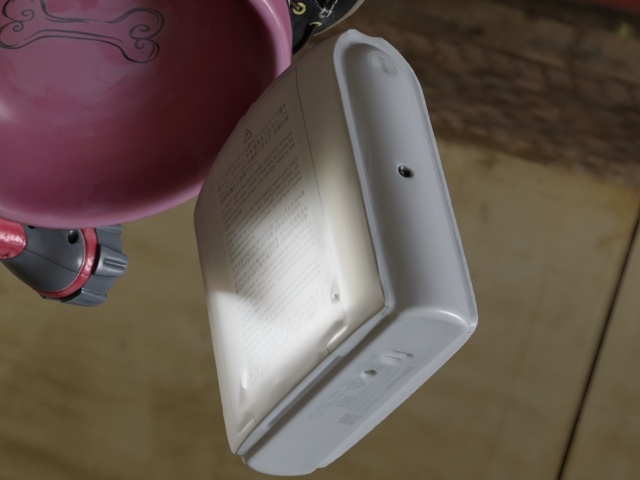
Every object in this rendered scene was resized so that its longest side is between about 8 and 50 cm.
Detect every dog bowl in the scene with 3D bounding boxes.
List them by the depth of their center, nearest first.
[{"bbox_3d":[-0.206,-0.177,1.681,0.408,0.408,0.150,20,-144,-36],"label":"dog bowl"}]

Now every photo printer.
[{"bbox_3d":[0.000,0.000,1.538,0.107,0.308,0.256,13,138,-31],"label":"photo printer"}]

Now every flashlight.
[{"bbox_3d":[-0.317,-0.005,1.784,0.103,0.103,0.304,-21,159,31],"label":"flashlight"}]

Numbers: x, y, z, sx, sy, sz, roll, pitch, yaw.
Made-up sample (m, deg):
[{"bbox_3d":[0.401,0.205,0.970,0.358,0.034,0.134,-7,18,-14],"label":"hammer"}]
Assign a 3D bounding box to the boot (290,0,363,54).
[{"bbox_3d":[-0.102,-0.258,2.296,0.138,0.284,0.377,53,136,-3],"label":"boot"}]
